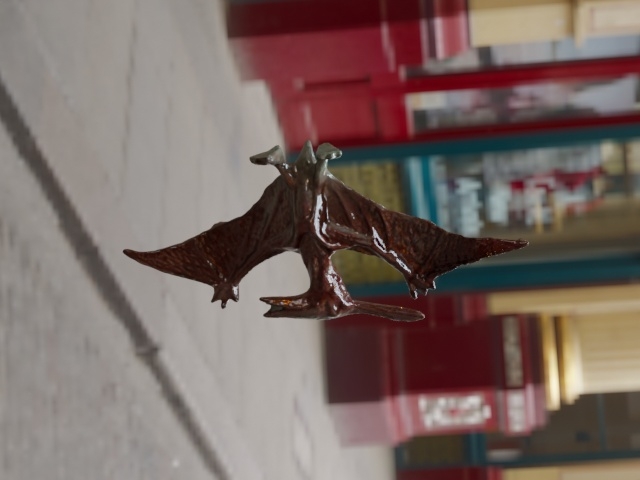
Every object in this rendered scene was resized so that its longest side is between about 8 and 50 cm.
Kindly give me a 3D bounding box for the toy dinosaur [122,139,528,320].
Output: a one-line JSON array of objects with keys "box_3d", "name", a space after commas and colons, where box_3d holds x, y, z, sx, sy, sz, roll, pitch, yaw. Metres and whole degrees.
[{"box_3d": [0.000, -0.001, 0.846, 0.032, 0.220, 0.108, -67, 153, -66], "name": "toy dinosaur"}]
